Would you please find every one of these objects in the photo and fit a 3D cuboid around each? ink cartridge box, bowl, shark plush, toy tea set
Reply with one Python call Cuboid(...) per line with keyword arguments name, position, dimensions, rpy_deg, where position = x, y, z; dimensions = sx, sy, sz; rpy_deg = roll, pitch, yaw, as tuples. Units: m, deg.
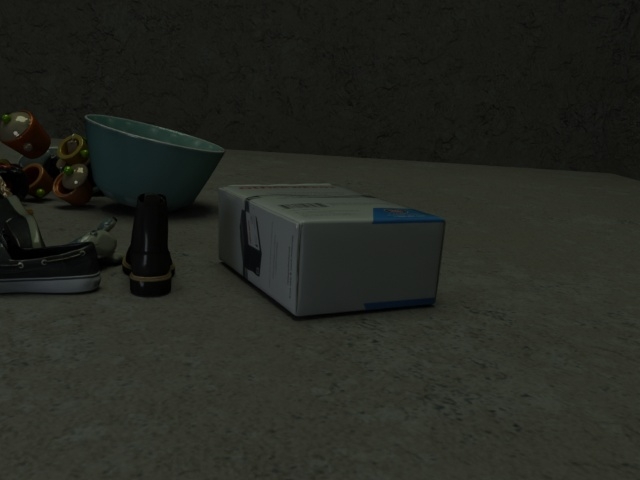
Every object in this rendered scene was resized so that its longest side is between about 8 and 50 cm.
Cuboid(name="ink cartridge box", position=(0.000, 0.000, 0.993), dimensions=(0.223, 0.128, 0.307), rpy_deg=(-3, 14, -27))
Cuboid(name="bowl", position=(-0.383, -0.165, 1.500), dimensions=(0.312, 0.163, 0.311), rpy_deg=(14, 12, -3))
Cuboid(name="shark plush", position=(-0.353, 0.020, 1.001), dimensions=(0.067, 0.073, 0.161), rpy_deg=(-14, 13, 13))
Cuboid(name="toy tea set", position=(-0.643, -0.192, 1.518), dimensions=(0.336, 0.199, 0.124), rpy_deg=(13, -23, 25))

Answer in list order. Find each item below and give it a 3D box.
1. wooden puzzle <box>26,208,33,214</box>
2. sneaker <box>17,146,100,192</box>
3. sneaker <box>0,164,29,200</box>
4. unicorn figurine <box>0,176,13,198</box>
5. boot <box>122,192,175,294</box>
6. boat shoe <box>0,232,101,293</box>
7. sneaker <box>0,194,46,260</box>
Cuboid(name="wooden puzzle", position=(-0.624, -0.049, 1.317), dimensions=(0.116, 0.014, 0.079), rpy_deg=(-5, 11, -36))
Cuboid(name="sneaker", position=(-0.636, -0.177, 1.670), dimensions=(0.296, 0.123, 0.178), rpy_deg=(5, 3, -1))
Cuboid(name="sneaker", position=(-0.768, -0.119, 1.396), dimensions=(0.135, 0.097, 0.276), rpy_deg=(14, 14, 40))
Cuboid(name="unicorn figurine", position=(-0.701, -0.109, 1.325), dimensions=(0.060, 0.111, 0.162), rpy_deg=(-26, -10, 22))
Cuboid(name="boot", position=(-0.244, -0.013, 0.966), dimensions=(0.077, 0.136, 0.198), rpy_deg=(-1, 13, -22))
Cuboid(name="boat shoe", position=(-0.408, 0.027, 0.874), dimensions=(0.229, 0.076, 0.080), rpy_deg=(2, 12, -9))
Cuboid(name="sneaker", position=(-0.479, 0.009, 0.989), dimensions=(0.118, 0.083, 0.222), rpy_deg=(-25, 32, -27))
